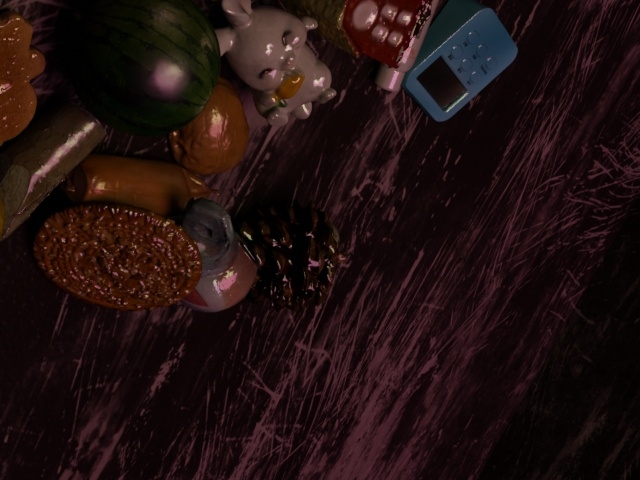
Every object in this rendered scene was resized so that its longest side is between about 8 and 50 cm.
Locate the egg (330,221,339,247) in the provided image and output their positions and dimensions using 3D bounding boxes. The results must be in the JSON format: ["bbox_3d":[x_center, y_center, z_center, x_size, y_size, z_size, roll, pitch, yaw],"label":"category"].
[{"bbox_3d":[0.000,0.000,2.346,0.085,0.085,0.110,-39,156,-20],"label":"egg"}]

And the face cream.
[{"bbox_3d":[0.183,-0.441,2.197,0.082,0.082,0.269,-2,118,-48],"label":"face cream"}]

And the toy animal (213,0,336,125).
[{"bbox_3d":[-0.103,-0.329,1.887,0.325,0.154,0.208,18,122,-42],"label":"toy animal"}]

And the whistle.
[{"bbox_3d":[-0.215,0.028,1.954,0.189,0.189,0.348,-41,164,-18],"label":"whistle"}]

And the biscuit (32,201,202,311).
[{"bbox_3d":[-0.357,0.037,1.852,0.305,0.038,0.305,2,141,1],"label":"biscuit"}]

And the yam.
[{"bbox_3d":[-0.472,-0.115,1.712,0.259,0.106,0.106,-48,144,-12],"label":"yam"}]

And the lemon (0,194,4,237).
[{"bbox_3d":[-0.604,-0.016,1.525,0.320,0.245,0.245,-42,143,0],"label":"lemon"}]

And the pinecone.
[{"bbox_3d":[-0.074,0.040,2.168,0.257,0.243,0.243,-26,137,-19],"label":"pinecone"}]

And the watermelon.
[{"bbox_3d":[-0.280,-0.287,1.668,0.242,0.242,0.242,-29,137,-31],"label":"watermelon"}]

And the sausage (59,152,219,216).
[{"bbox_3d":[-0.317,-0.097,1.890,0.328,0.112,0.112,3,116,-50],"label":"sausage"}]

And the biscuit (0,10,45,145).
[{"bbox_3d":[-0.504,-0.244,1.629,0.166,0.036,0.225,-25,138,-33],"label":"biscuit"}]

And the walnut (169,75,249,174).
[{"bbox_3d":[-0.195,-0.199,1.966,0.167,0.087,0.211,-30,137,-26],"label":"walnut"}]

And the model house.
[{"bbox_3d":[0.047,-0.439,1.953,0.254,0.196,0.160,3,118,-48],"label":"model house"}]

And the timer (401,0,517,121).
[{"bbox_3d":[0.308,-0.398,2.370,0.250,0.091,0.232,-52,145,3],"label":"timer"}]
